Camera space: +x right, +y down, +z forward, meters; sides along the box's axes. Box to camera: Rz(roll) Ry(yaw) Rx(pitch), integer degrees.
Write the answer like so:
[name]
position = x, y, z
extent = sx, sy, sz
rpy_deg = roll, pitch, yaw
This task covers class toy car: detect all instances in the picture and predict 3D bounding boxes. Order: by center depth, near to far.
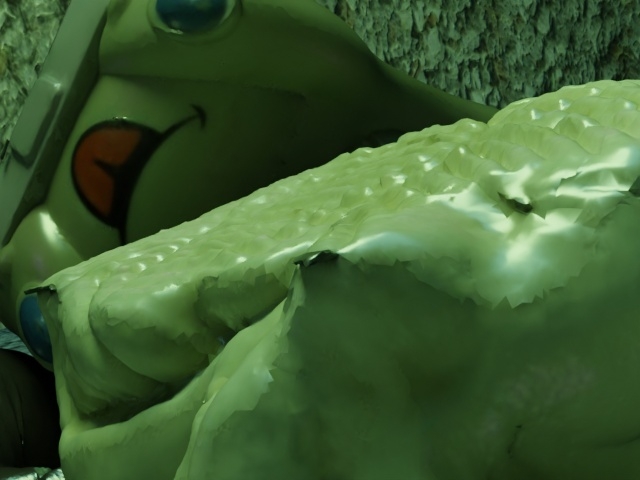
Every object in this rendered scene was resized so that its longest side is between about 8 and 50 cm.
[toy car]
position = 0.000, 0.000, 0.730
extent = 0.226, 0.242, 0.336
rpy_deg = 32, 10, 40

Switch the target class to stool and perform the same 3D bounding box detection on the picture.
[stool]
position = -0.162, 0.129, 0.658
extent = 0.217, 0.125, 0.121
rpy_deg = 21, 2, 43

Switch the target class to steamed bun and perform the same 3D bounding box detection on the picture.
[steamed bun]
position = 0.041, 0.066, 0.509
extent = 0.275, 0.206, 0.320
rpy_deg = -29, 15, -32
